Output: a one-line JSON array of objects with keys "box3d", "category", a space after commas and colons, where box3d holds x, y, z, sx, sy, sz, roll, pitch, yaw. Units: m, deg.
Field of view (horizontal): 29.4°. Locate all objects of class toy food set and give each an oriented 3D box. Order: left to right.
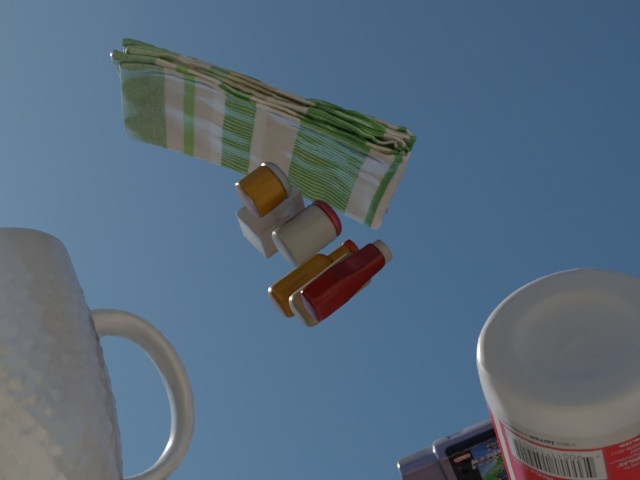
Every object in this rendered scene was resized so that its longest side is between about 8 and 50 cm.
[{"box3d": [0.000, 0.000, 1.178, 0.104, 0.111, 0.232, -37, -34, -15], "category": "toy food set"}]

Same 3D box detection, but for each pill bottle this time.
[{"box3d": [0.329, 0.248, 1.428, 0.229, 0.229, 0.408, -8, -49, 15], "category": "pill bottle"}]

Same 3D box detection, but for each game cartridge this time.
[{"box3d": [0.306, 0.333, 1.693, 0.355, 0.068, 0.230, -23, -64, 3], "category": "game cartridge"}]

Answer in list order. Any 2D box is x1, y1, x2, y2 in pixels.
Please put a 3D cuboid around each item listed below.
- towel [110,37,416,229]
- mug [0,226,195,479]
[{"box3d": [-0.068, -0.111, 1.347, 0.325, 0.038, 0.248, 19, -19, 1], "category": "towel"}, {"box3d": [-0.305, 0.187, 1.282, 0.374, 0.328, 0.276, -10, -21, -35], "category": "mug"}]
